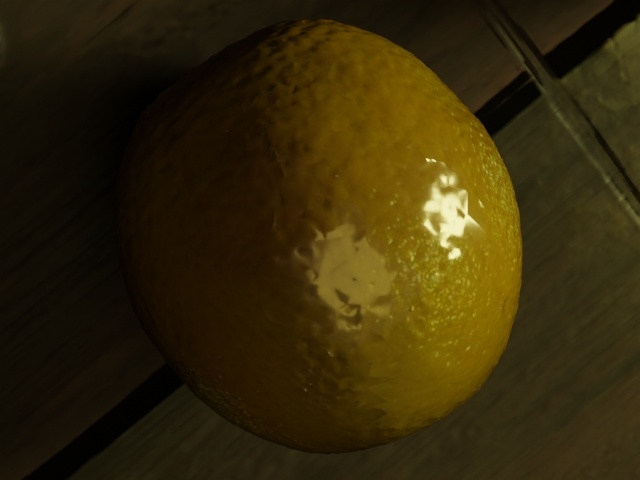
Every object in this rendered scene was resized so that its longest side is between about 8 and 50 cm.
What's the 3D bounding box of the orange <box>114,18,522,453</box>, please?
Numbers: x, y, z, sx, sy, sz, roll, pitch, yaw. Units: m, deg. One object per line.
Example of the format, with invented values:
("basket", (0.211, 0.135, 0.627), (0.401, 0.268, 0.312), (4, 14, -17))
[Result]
("orange", (0.000, 0.000, 1.056), (0.236, 0.236, 0.236), (-5, 112, -13))
